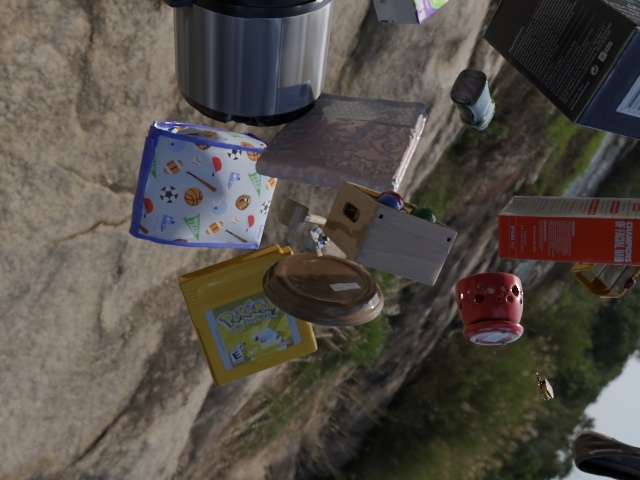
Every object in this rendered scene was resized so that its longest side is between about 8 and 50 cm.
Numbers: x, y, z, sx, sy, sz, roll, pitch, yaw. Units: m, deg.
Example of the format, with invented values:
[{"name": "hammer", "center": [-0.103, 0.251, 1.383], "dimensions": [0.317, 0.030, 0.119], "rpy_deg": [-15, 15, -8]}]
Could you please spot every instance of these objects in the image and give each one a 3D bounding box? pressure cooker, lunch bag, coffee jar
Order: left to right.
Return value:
[{"name": "lunch bag", "center": [-0.344, -0.158, 2.014], "dimensions": [0.385, 0.239, 0.327], "rpy_deg": [-1, 112, -42]}, {"name": "pressure cooker", "center": [-0.146, -0.518, 1.599], "dimensions": [0.370, 0.375, 0.420], "rpy_deg": [-70, 171, -47]}, {"name": "coffee jar", "center": [0.385, -0.349, 1.773], "dimensions": [0.096, 0.079, 0.184], "rpy_deg": [-63, 155, -5]}]

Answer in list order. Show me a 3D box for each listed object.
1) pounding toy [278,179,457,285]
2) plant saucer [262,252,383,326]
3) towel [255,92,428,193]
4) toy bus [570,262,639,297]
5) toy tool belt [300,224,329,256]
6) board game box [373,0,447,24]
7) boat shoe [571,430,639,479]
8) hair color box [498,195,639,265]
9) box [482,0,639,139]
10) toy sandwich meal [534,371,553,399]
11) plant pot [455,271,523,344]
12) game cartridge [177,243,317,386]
[{"name": "pounding toy", "center": [0.050, -0.036, 0.972], "dimensions": [0.206, 0.181, 0.094], "rpy_deg": [17, 103, -25]}, {"name": "plant saucer", "center": [0.009, 0.100, 1.581], "dimensions": [0.278, 0.278, 0.041], "rpy_deg": [-25, 135, -52]}, {"name": "towel", "center": [0.057, -0.236, 1.654], "dimensions": [0.053, 0.332, 0.317], "rpy_deg": [80, 28, -46]}, {"name": "toy bus", "center": [0.604, 0.021, 1.442], "dimensions": [0.104, 0.202, 0.191], "rpy_deg": [158, -70, -76]}, {"name": "toy tool belt", "center": [0.000, 0.000, 1.493], "dimensions": [0.083, 0.051, 0.052], "rpy_deg": [-43, 171, -45]}, {"name": "board game box", "center": [0.271, -0.697, 1.845], "dimensions": [0.275, 0.142, 0.144], "rpy_deg": [-44, 131, -26]}, {"name": "boat shoe", "center": [0.764, 0.539, 1.658], "dimensions": [0.095, 0.335, 0.112], "rpy_deg": [-46, 140, -57]}, {"name": "hair color box", "center": [0.282, -0.012, 0.753], "dimensions": [0.093, 0.167, 0.053], "rpy_deg": [-33, 121, -60]}, {"name": "box", "center": [0.591, -0.409, 1.500], "dimensions": [0.293, 0.395, 0.212], "rpy_deg": [6, 127, -27]}, {"name": "toy sandwich meal", "center": [0.621, 0.405, 1.961], "dimensions": [0.029, 0.085, 0.085], "rpy_deg": [-19, 169, 19]}, {"name": "plant pot", "center": [0.489, 0.201, 2.039], "dimensions": [0.191, 0.191, 0.174], "rpy_deg": [76, 14, -64]}, {"name": "game cartridge", "center": [-0.174, 0.187, 1.762], "dimensions": [0.285, 0.052, 0.323], "rpy_deg": [-19, 121, -10]}]
